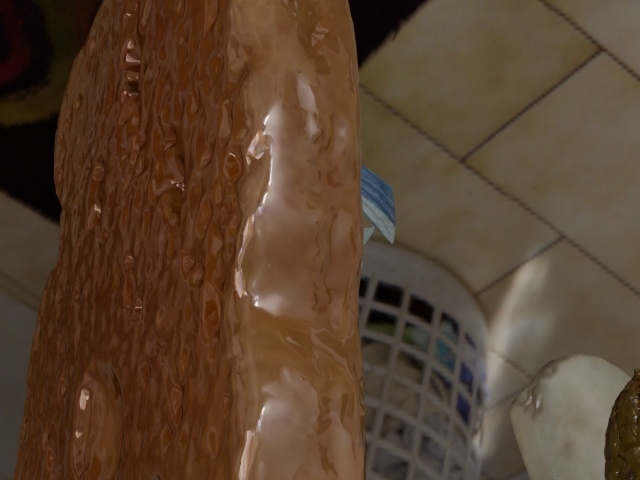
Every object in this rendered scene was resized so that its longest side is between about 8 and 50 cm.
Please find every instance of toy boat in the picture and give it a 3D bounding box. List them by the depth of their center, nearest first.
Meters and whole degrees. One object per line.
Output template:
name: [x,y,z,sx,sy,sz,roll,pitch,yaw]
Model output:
toy boat: [0.011,-0.002,1.000,0.105,0.034,0.149,13,102,-18]

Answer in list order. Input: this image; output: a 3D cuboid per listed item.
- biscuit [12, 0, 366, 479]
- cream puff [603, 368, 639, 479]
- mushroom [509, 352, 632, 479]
biscuit: [-0.071,0.065,0.525,0.078,0.455,0.350,8,174,-21]
cream puff: [0.216,0.111,0.551,0.165,0.150,0.115,10,145,-16]
mushroom: [0.276,0.302,0.951,0.325,0.353,0.353,45,131,-17]
